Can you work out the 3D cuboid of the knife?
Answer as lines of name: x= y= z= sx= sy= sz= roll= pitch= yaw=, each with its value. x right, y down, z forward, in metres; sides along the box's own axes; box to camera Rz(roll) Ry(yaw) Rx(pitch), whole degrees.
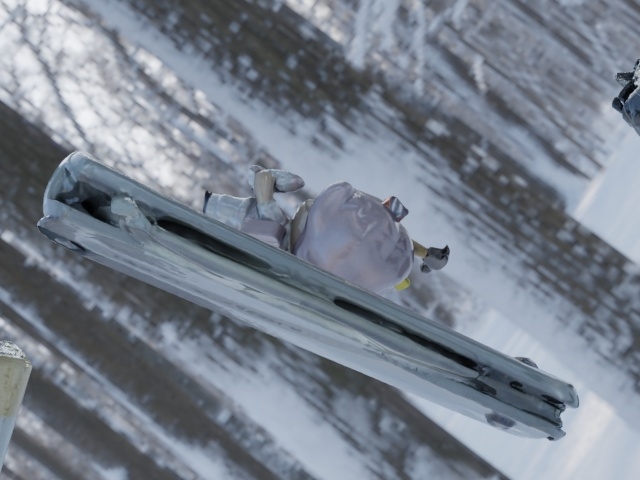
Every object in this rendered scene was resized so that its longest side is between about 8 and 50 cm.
knife: x=-0.001 y=0.030 z=0.611 sx=0.041 sy=0.265 sz=0.073 roll=-67 pitch=11 yaw=-9

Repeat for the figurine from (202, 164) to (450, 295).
figurine: x=0.000 y=0.000 z=1.227 sx=0.112 sy=0.229 sz=0.137 roll=-62 pitch=-22 yaw=-52

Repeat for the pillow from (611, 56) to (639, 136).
pillow: x=0.432 y=-0.092 z=1.235 sx=0.161 sy=0.335 sz=0.093 roll=-64 pitch=-11 yaw=-55

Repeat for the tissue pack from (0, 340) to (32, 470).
tissue pack: x=-0.356 y=0.179 z=1.120 sx=0.090 sy=0.186 sz=0.222 roll=20 pitch=92 yaw=57
